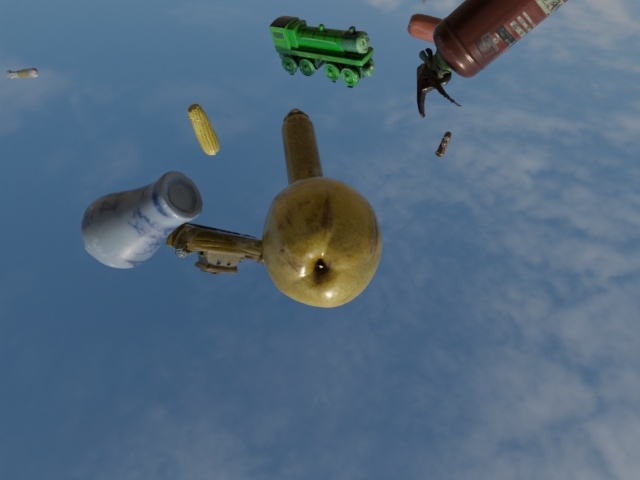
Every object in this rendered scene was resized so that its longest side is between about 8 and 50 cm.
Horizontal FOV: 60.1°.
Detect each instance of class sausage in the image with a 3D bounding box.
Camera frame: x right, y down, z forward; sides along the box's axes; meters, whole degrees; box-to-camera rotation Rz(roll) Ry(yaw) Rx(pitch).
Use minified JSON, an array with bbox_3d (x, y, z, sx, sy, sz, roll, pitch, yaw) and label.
[{"bbox_3d":[0.301,-0.538,1.421,0.154,0.062,0.062,17,-138,3],"label":"sausage"}]

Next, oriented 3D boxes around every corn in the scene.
[{"bbox_3d":[-0.414,-0.391,1.965,0.067,0.206,0.067,-10,-136,10],"label":"corn"}]

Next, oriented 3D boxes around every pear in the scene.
[{"bbox_3d":[0.000,0.000,1.301,0.313,0.315,0.315,3,-138,-3],"label":"pear"}]

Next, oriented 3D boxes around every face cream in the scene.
[{"bbox_3d":[-0.057,-0.267,1.636,0.104,0.105,0.349,-2,-129,-9],"label":"face cream"}]

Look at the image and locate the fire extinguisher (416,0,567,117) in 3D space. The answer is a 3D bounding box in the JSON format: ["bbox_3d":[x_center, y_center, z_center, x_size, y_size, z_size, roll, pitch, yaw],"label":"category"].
[{"bbox_3d":[0.272,-0.328,0.855,0.106,0.337,0.147,24,-142,-41],"label":"fire extinguisher"}]

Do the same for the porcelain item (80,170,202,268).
[{"bbox_3d":[-0.326,-0.034,0.981,0.259,0.141,0.141,-23,-153,35],"label":"porcelain item"}]

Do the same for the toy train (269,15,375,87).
[{"bbox_3d":[0.005,-0.409,1.183,0.251,0.119,0.085,20,-126,32],"label":"toy train"}]

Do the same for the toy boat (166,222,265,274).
[{"bbox_3d":[-0.267,0.033,1.507,0.321,0.122,0.089,13,180,-44],"label":"toy boat"}]

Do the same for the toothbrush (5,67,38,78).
[{"bbox_3d":[-0.686,-0.385,1.276,0.024,0.021,0.288,-10,-161,-37],"label":"toothbrush"}]

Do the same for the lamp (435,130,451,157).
[{"bbox_3d":[0.412,-0.325,1.842,0.031,0.083,0.063,24,-125,8],"label":"lamp"}]
